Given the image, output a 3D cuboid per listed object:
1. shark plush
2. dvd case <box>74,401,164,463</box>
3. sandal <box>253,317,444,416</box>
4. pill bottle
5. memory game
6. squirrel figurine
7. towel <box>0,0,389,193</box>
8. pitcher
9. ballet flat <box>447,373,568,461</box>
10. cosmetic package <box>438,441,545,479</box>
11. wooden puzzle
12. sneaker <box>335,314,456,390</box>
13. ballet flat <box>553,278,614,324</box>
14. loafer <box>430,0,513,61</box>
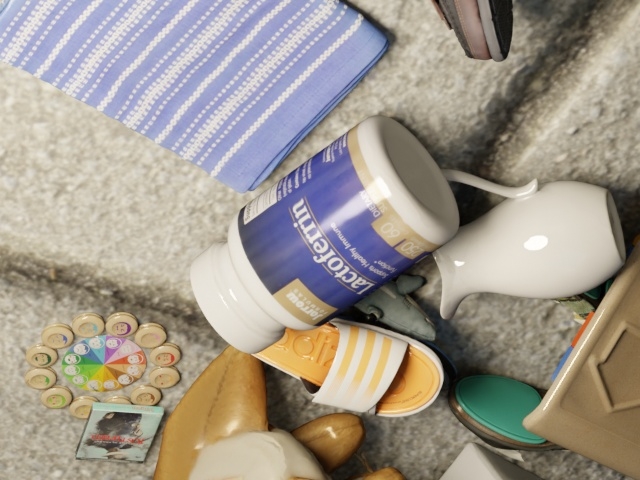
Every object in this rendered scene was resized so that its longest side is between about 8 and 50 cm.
[{"bbox_3d":[0.061,0.065,1.800,0.161,0.067,0.073,29,123,-33],"label":"shark plush"},{"bbox_3d":[-0.244,0.234,1.935,0.087,0.013,0.119,6,142,-18],"label":"dvd case"},{"bbox_3d":[0.003,0.135,1.777,0.265,0.076,0.102,19,108,6],"label":"sandal"},{"bbox_3d":[0.000,0.000,1.666,0.265,0.153,0.153,-35,130,23],"label":"pill bottle"},{"bbox_3d":[-0.253,0.149,1.862,0.186,0.012,0.186,-5,134,-5],"label":"memory game"},{"bbox_3d":[-0.062,0.382,1.940,0.397,0.281,0.370,-48,149,0],"label":"squirrel figurine"},{"bbox_3d":[-0.127,-0.189,1.538,0.336,0.040,0.243,28,122,-32],"label":"towel"},{"bbox_3d":[0.212,-0.014,1.728,0.207,0.125,0.178,-13,120,18],"label":"pitcher"},{"bbox_3d":[0.273,0.232,1.990,0.280,0.095,0.096,10,143,-19],"label":"ballet flat"},{"bbox_3d":[0.316,0.472,2.139,0.453,0.161,0.230,29,103,-32],"label":"cosmetic package"},{"bbox_3d":[0.421,0.115,1.858,0.322,0.080,0.348,27,101,-35],"label":"wooden puzzle"},{"bbox_3d":[0.075,0.147,1.875,0.188,0.078,0.067,19,128,-27],"label":"sneaker"},{"bbox_3d":[0.309,0.067,1.863,0.070,0.070,0.188,-35,128,22],"label":"ballet flat"},{"bbox_3d":[0.107,-0.293,1.452,0.095,0.109,0.302,-3,131,19],"label":"loafer"}]
